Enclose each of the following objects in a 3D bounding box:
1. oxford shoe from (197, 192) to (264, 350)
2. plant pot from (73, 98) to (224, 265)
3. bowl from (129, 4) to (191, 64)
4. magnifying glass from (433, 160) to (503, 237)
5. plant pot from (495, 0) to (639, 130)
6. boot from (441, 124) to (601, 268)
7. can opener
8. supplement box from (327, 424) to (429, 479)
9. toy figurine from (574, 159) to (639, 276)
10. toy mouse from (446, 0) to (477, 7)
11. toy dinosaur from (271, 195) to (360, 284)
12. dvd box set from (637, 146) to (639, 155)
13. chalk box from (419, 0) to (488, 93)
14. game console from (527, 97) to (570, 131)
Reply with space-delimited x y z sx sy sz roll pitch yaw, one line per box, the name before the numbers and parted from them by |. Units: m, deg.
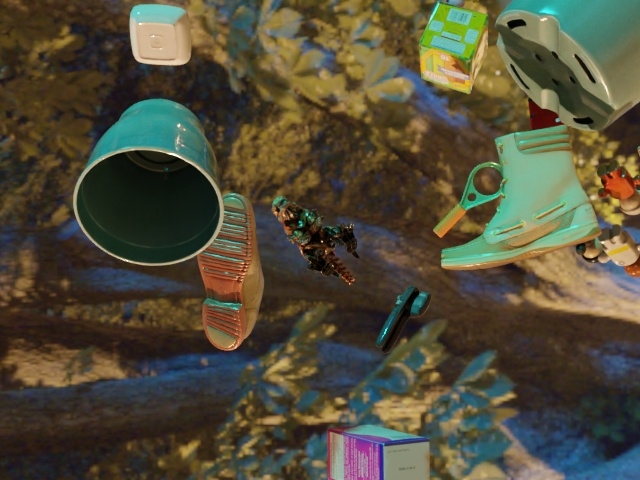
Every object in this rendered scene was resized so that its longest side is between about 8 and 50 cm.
oxford shoe | -0.208 0.064 2.183 0.146 0.141 0.396 -34 -44 -60
plant pot | -0.317 -0.135 1.726 0.255 0.272 0.271 -94 -16 -51
bowl | -0.374 -0.467 2.056 0.053 0.142 0.142 -80 -7 -56
magnifying glass | 0.368 -0.100 2.206 0.092 0.231 0.026 44 -171 2
plant pot | 0.491 -0.377 1.460 0.334 0.341 0.341 -43 -41 -9
boot | 0.306 -0.067 1.468 0.095 0.262 0.203 1 -107 -67
can opener | 0.184 0.180 2.075 0.059 0.073 0.186 49 -115 -18
supplement box | 0.113 0.443 1.805 0.111 0.220 0.113 1 -92 -28
toy figurine | 0.622 -0.038 1.821 0.213 0.209 0.148 -49 -60 -4
toy mouse | 0.352 -0.613 2.204 0.161 0.143 0.031 -48 -58 -12
toy dinosaur | 0.000 0.000 2.459 0.322 0.218 0.164 24 -89 -31
dvd box set | 0.665 -0.007 1.245 0.062 0.308 0.420 -5 -108 -46
chalk box | 0.324 -0.452 2.161 0.213 0.132 0.132 65 -133 -68
game console | 0.470 -0.254 1.658 0.085 0.144 0.124 19 -118 -44
